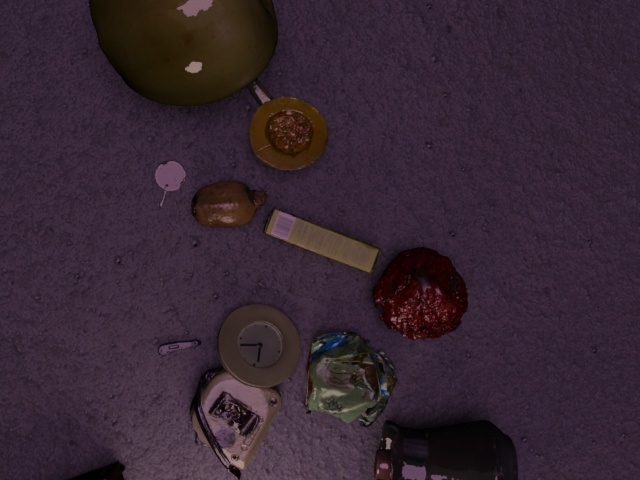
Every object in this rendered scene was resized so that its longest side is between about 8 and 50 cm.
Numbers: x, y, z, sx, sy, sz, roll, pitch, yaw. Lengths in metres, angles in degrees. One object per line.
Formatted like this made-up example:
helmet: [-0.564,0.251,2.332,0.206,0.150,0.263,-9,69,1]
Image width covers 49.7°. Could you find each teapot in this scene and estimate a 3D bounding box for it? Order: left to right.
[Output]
teapot: [0.325,0.663,1.917,0.362,0.305,0.376,8,119,1]

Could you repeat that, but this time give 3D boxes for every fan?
fan: [-0.423,-0.156,1.919,0.085,0.005,0.133,16,88,-8]

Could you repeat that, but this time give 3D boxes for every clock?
clock: [-0.167,0.288,1.896,0.235,0.029,0.235,9,64,-18]

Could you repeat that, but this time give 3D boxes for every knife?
knife: [-0.392,0.296,1.924,0.121,0.018,0.031,-9,85,-8]

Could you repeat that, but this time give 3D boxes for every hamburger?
hamburger: [0.089,0.392,1.925,0.276,0.150,0.260,16,90,-8]

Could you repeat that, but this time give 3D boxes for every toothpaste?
toothpaste: [-0.191,-0.442,1.934,0.049,0.031,0.204,-37,97,-2]
toothpaste: [0.000,0.000,1.926,0.327,0.110,0.077,21,87,-8]

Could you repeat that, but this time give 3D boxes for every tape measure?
tape measure: [-0.257,0.486,1.891,0.231,0.133,0.271,29,89,-7]

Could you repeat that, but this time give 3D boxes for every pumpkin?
pumpkin: [-0.087,-0.285,1.921,0.217,0.110,0.217,0,80,-1]

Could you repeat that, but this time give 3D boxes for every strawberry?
strawberry: [0.283,0.148,1.912,0.274,0.220,0.274,0,87,-6]

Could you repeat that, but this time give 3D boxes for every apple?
apple: [-0.333,-0.552,1.711,0.474,0.473,0.473,0,91,-8]

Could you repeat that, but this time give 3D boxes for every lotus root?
lotus root: [-0.245,-0.100,1.891,0.221,0.118,0.125,-6,109,-5]

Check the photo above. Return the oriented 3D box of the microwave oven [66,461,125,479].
microwave oven: [-0.627,0.724,1.819,0.247,0.178,0.188,-20,93,-7]
